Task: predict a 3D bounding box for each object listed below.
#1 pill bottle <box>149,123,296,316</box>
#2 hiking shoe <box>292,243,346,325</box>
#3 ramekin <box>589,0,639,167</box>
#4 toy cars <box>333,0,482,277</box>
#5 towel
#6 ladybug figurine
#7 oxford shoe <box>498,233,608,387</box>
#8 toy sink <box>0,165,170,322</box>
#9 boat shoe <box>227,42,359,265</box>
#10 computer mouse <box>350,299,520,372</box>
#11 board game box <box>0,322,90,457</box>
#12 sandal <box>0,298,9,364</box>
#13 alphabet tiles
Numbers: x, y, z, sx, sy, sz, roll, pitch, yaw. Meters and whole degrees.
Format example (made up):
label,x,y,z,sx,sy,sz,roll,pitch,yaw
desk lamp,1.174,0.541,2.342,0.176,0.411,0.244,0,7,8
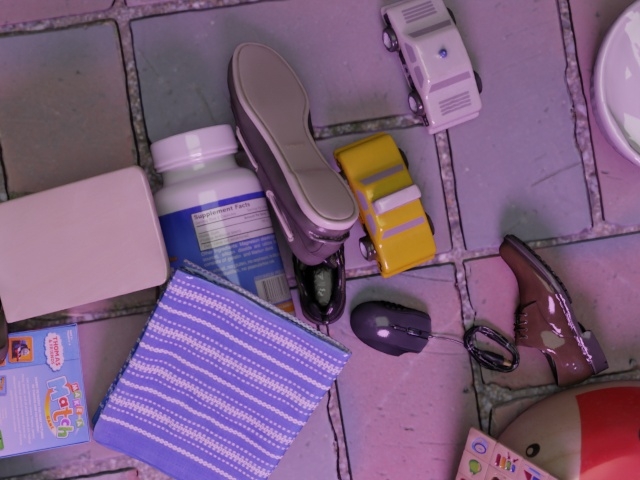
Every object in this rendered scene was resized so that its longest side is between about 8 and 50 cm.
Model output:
label,x,y,z,sx,sy,sz,roll,pitch,yaw
pill bottle,-0.136,-0.006,1.799,0.152,0.152,0.272,-15,90,-5
hiking shoe,0.000,0.000,1.828,0.086,0.114,0.227,-10,90,-5
ramekin,0.489,-0.208,1.866,0.272,0.127,0.273,0,89,-5
toy cars,0.124,-0.148,1.835,0.176,0.087,0.394,20,81,-11
towel,-0.137,0.197,1.757,0.243,0.040,0.336,28,127,-4
ladybug figurine,0.447,0.343,1.837,0.449,0.162,0.305,5,89,-5
oxford shoe,0.295,0.098,1.869,0.096,0.083,0.227,-30,91,0
toy sink,-0.291,0.001,1.768,0.234,0.131,0.153,-15,90,17
boat shoe,-0.055,-0.115,1.792,0.112,0.095,0.335,-1,50,-33
computer mouse,0.157,0.134,1.877,0.242,0.041,0.071,13,87,-5
board game box,-0.410,0.199,1.788,0.211,0.039,0.160,-6,90,-30
sandal,-0.447,0.066,1.769,0.090,0.060,0.219,-1,45,-24
alphabet tiles,0.271,0.371,1.776,0.237,0.009,0.198,30,128,26
